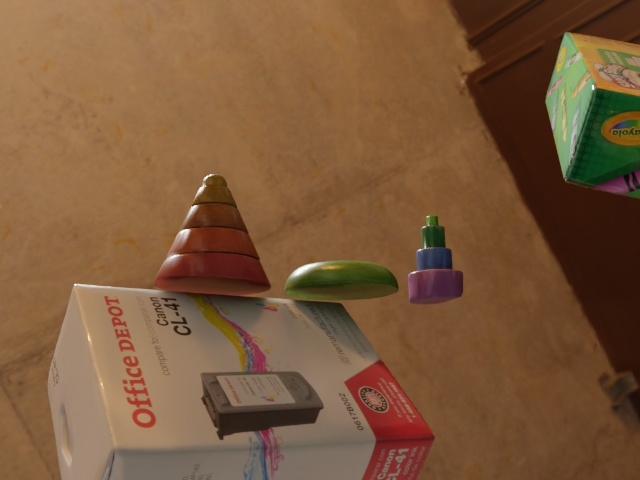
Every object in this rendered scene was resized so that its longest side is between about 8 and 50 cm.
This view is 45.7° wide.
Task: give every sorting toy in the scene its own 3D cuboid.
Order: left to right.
[{"bbox_3d":[0.000,0.000,0.849,0.366,0.127,0.126,4,-104,-24],"label":"sorting toy"}]

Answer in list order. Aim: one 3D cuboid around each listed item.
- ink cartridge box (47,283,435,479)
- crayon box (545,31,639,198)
[{"bbox_3d":[-0.082,0.161,0.728,0.306,0.131,0.226,8,-152,-31],"label":"ink cartridge box"},{"bbox_3d":[0.303,-0.115,0.690,0.165,0.081,0.278,14,-154,7],"label":"crayon box"}]
